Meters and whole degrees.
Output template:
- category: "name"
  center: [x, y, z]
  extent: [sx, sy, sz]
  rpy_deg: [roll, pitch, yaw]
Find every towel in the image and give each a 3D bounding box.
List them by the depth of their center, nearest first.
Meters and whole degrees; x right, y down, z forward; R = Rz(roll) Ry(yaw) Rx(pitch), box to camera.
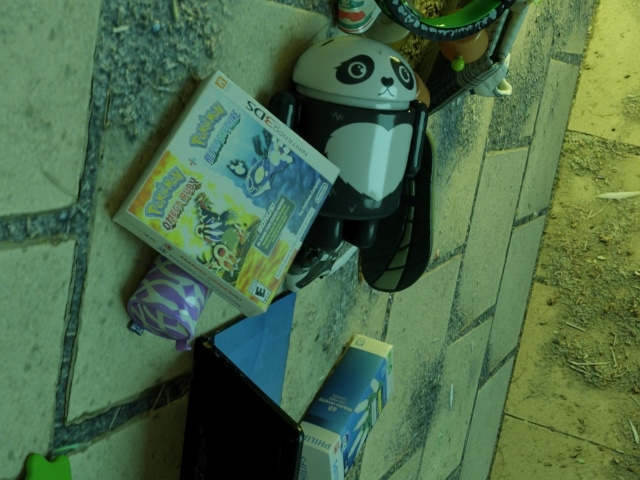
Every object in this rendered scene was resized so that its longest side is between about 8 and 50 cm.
- category: "towel"
  center: [0.264, -0.362, 1.606]
  extent: [0.324, 0.056, 0.312]
  rpy_deg: [-68, -166, -19]

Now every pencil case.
- category: "pencil case"
  center: [-0.134, 0.021, 1.086]
  extent: [0.088, 0.086, 0.206]
  rpy_deg: [43, 60, -26]

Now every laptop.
- category: "laptop"
  center: [-0.058, 0.315, 1.278]
  extent: [0.237, 0.408, 0.381]
  rpy_deg: [-2, 109, -31]

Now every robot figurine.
- category: "robot figurine"
  center: [0.035, -0.128, 1.276]
  extent: [0.209, 0.174, 0.278]
  rpy_deg: [-36, 137, -68]

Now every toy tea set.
- category: "toy tea set"
  center: [0.178, -0.323, 1.452]
  extent: [0.336, 0.200, 0.124]
  rpy_deg: [-46, 162, -2]

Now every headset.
- category: "headset"
  center: [0.206, -0.450, 1.243]
  extent: [0.243, 0.185, 0.394]
  rpy_deg: [32, 101, -41]

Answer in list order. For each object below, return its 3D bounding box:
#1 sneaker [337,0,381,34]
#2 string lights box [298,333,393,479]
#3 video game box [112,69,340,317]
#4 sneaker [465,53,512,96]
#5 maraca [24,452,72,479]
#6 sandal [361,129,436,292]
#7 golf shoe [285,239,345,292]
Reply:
- category: "sneaker"
  center: [0.070, -0.367, 1.363]
  extent: [0.161, 0.057, 0.075]
  rpy_deg: [-59, 158, -28]
- category: "string lights box"
  center: [0.043, 0.305, 1.698]
  extent: [0.259, 0.077, 0.133]
  rpy_deg: [-54, 151, -40]
- category: "video game box"
  center: [-0.095, -0.052, 1.048]
  extent: [0.187, 0.048, 0.205]
  rpy_deg: [36, 61, -18]
- category: "sneaker"
  center: [0.334, -0.381, 1.932]
  extent: [0.090, 0.095, 0.235]
  rpy_deg: [-62, 153, -25]
- category: "maraca"
  center: [-0.259, 0.302, 0.969]
  extent: [0.185, 0.099, 0.127]
  rpy_deg: [66, 31, -19]
- category: "sandal"
  center: [0.149, -0.053, 1.684]
  extent: [0.086, 0.120, 0.302]
  rpy_deg: [-40, 141, -76]
- category: "golf shoe"
  center: [0.000, 0.000, 1.428]
  extent: [0.198, 0.077, 0.093]
  rpy_deg: [-42, 152, -43]
